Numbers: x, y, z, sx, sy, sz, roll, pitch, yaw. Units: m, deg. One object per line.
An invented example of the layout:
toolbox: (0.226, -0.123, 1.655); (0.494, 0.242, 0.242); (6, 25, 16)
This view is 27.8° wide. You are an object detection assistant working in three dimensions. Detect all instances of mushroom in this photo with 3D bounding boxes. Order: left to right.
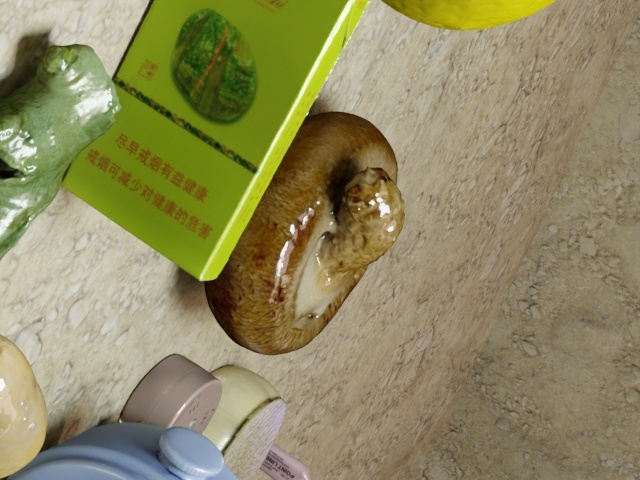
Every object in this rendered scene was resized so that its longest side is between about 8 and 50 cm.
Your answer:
mushroom: (-0.020, -0.012, 1.716); (0.345, 0.239, 0.345); (-29, 156, -15)

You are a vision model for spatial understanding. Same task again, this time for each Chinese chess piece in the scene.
Chinese chess piece: (-0.166, 0.328, 2.041); (0.270, 0.112, 0.270); (-51, 163, -23)

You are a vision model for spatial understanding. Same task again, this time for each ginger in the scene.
ginger: (-0.281, -0.049, 1.112); (0.290, 0.089, 0.137); (-52, -179, -3)

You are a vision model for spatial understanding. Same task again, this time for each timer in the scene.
timer: (-0.220, 0.391, 1.566); (0.395, 0.395, 0.173); (-63, 162, 19)

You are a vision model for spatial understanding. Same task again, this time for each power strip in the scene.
power strip: (-0.211, 0.242, 1.822); (0.154, 0.078, 0.154); (-51, 162, -23)

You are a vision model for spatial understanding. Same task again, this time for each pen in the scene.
pen: (-0.073, 0.394, 2.265); (0.053, 0.197, 0.032); (-59, 164, 1)

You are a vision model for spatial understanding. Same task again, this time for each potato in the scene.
potato: (-0.337, 0.163, 1.288); (0.109, 0.119, 0.178); (-90, 177, -47)

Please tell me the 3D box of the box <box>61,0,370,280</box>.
box: (-0.102, -0.150, 1.246); (0.335, 0.187, 0.047); (-61, 162, 13)

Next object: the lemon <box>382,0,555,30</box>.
lemon: (0.168, -0.381, 1.376); (0.336, 0.336, 0.336); (-50, 161, -23)

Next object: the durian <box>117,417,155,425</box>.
durian: (-0.251, 0.337, 1.744); (0.078, 0.140, 0.224); (-99, -176, -49)
